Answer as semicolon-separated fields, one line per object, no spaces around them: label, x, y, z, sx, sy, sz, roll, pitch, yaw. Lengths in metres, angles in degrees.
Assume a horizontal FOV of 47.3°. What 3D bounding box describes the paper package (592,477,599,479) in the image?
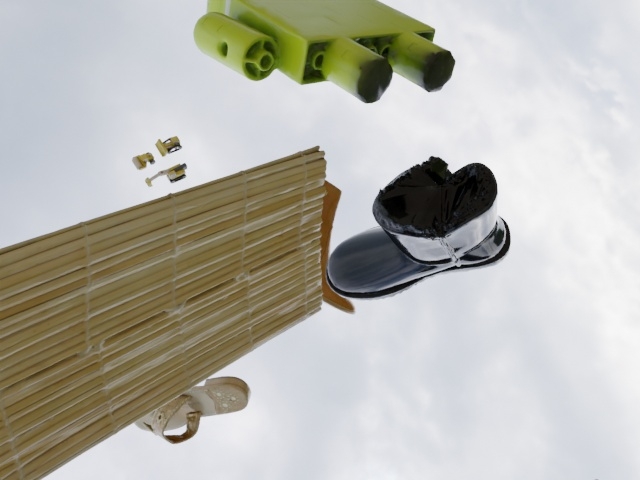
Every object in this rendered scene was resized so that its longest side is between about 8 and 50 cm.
paper package;0.445;0.644;1.382;0.325;0.309;0.168;-2;-151;-39

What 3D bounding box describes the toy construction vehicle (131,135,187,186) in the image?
toy construction vehicle;-0.289;-0.147;1.340;0.098;0.035;0.086;-24;-107;-23

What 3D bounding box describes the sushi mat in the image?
sushi mat;-0.097;0.039;0.494;0.019;0.151;0.316;21;-150;33

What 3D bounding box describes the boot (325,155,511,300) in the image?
boot;0.092;-0.010;0.843;0.207;0.246;0.094;40;-139;-62

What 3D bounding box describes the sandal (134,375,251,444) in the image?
sandal;-0.224;0.282;1.160;0.088;0.240;0.079;59;-154;-23

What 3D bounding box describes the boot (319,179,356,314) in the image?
boot;-0.001;0.000;1.429;0.295;0.104;0.211;33;-100;-26

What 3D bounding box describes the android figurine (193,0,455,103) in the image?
android figurine;-0.006;-0.212;0.729;0.248;0.056;0.273;-19;-138;-38
